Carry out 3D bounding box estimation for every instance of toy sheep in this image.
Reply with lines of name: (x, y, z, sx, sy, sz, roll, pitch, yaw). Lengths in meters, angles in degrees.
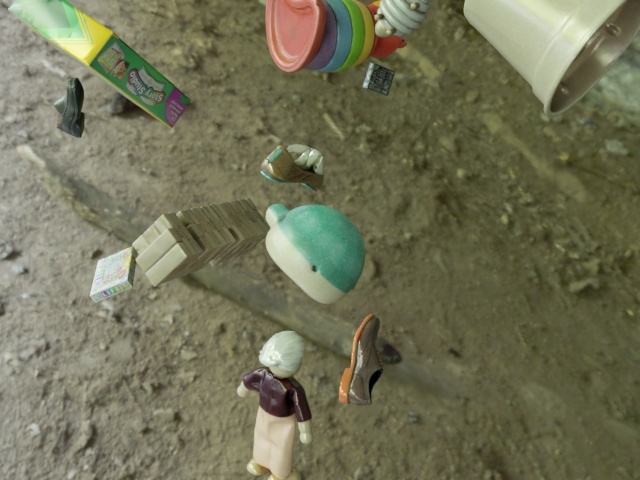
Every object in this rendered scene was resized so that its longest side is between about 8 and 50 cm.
toy sheep: (0.143, -0.396, 1.193, 0.091, 0.132, 0.091, 31, 40, -30)

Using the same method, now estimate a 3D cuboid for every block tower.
block tower: (-0.210, -0.007, 1.319, 0.091, 0.097, 0.335, 53, 22, 6)

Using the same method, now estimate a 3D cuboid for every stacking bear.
stacking bear: (0.050, -0.430, 1.437, 0.289, 0.164, 0.175, -12, 38, -36)

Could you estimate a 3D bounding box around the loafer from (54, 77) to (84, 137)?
loafer: (-0.557, -0.293, 1.548, 0.061, 0.170, 0.062, 10, 52, -12)

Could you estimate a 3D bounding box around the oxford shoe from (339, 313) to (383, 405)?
oxford shoe: (0.135, 0.331, 1.937, 0.098, 0.097, 0.271, 7, 60, 21)

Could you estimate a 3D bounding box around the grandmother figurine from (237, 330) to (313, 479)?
grandmother figurine: (-0.089, 0.338, 1.447, 0.208, 0.342, 0.104, 19, 26, 23)

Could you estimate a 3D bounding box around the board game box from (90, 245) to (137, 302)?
board game box: (-0.518, 0.083, 1.766, 0.154, 0.103, 0.026, -105, 171, -57)

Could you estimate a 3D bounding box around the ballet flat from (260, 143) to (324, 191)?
ballet flat: (-0.060, -0.226, 2.108, 0.116, 0.124, 0.342, 37, 13, 24)

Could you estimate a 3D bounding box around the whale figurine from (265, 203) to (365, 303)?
whale figurine: (0.000, 0.000, 1.262, 0.216, 0.141, 0.272, 44, 9, -10)

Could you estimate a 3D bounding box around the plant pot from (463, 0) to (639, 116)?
plant pot: (0.500, -0.498, 1.544, 0.305, 0.334, 0.334, 45, 32, 20)

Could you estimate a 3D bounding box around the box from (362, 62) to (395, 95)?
box: (0.153, -0.420, 1.828, 0.083, 0.067, 0.018, 7, 14, -44)

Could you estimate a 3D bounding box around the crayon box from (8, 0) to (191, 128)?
crayon box: (-0.538, -0.459, 1.755, 0.313, 0.106, 0.363, 34, -1, 23)
